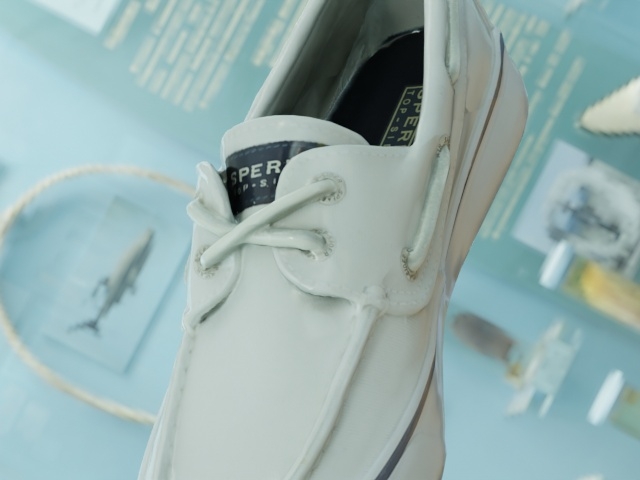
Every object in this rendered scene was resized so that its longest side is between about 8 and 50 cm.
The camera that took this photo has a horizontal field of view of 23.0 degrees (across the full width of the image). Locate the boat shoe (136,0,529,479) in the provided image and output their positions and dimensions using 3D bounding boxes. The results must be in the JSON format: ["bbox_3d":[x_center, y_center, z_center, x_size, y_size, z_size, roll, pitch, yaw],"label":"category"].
[{"bbox_3d":[0.000,0.000,0.485,0.096,0.088,0.267,-2,45,33],"label":"boat shoe"}]
